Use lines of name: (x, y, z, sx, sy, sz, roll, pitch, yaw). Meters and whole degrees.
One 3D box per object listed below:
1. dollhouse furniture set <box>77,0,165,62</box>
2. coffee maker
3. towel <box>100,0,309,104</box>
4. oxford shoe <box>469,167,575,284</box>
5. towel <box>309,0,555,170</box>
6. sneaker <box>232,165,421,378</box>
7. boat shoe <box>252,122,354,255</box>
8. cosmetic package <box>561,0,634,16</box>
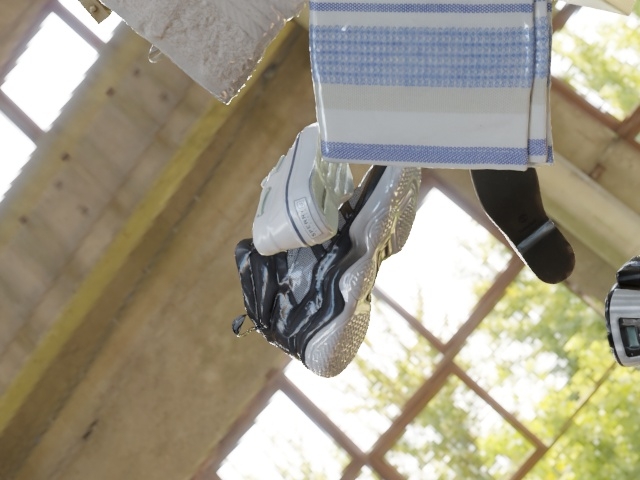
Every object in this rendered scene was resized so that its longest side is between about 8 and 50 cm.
dollhouse furniture set: (-0.179, -0.259, 1.134, 0.144, 0.151, 0.123, -30, 26, 20)
coffee maker: (0.394, 0.069, 1.163, 0.171, 0.178, 0.120, 4, -95, -50)
towel: (-0.125, -0.271, 0.997, 0.282, 0.049, 0.187, 39, -89, -25)
oxford shoe: (0.225, -0.045, 1.391, 0.076, 0.212, 0.076, -30, 19, -2)
towel: (0.092, -0.192, 0.982, 0.034, 0.209, 0.285, -63, -29, -61)
sneaker: (0.000, 0.000, 1.242, 0.269, 0.153, 0.101, -67, -23, -11)
boat shoe: (-0.023, -0.052, 1.109, 0.075, 0.083, 0.226, -22, 14, 14)
cosmetic package: (0.381, -0.462, 1.873, 0.224, 0.224, 0.138, -6, -67, -61)
